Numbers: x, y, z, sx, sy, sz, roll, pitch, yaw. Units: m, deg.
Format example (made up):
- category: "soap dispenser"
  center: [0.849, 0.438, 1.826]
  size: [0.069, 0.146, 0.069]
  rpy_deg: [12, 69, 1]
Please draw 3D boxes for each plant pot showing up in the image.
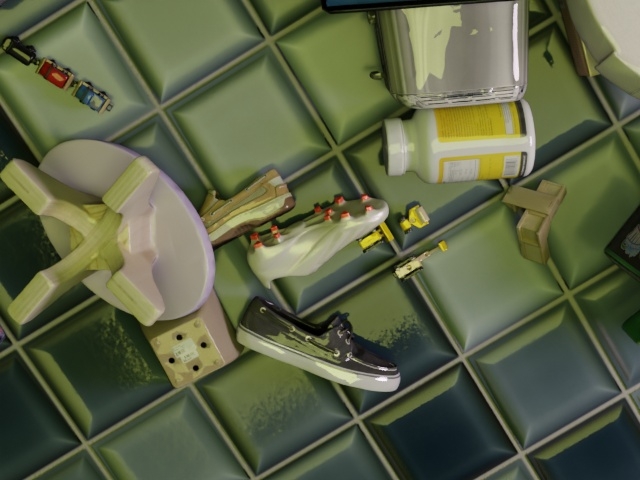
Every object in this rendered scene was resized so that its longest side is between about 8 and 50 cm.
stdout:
- category: "plant pot"
  center: [-0.171, 0.134, 1.571]
  size: [0.109, 0.096, 0.109]
  rpy_deg: [-26, 103, 2]

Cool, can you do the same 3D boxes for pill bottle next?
- category: "pill bottle"
  center: [0.174, -0.125, 1.532]
  size: [0.184, 0.103, 0.103]
  rpy_deg: [-4, 102, -2]

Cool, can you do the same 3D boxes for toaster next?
- category: "toaster"
  center: [0.172, -0.246, 1.497]
  size: [0.227, 0.129, 0.146]
  rpy_deg: [-6, 106, -4]

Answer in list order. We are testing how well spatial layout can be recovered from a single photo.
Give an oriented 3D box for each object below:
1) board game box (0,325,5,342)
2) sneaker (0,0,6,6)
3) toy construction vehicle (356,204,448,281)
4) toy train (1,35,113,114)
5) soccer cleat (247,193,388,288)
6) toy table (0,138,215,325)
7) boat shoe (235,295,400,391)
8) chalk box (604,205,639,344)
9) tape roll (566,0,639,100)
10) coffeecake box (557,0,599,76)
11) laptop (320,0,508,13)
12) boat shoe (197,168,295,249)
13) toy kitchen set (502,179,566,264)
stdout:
- category: "board game box"
  center: [-0.529, 0.059, 1.556]
  size: [0.194, 0.060, 0.194]
  rpy_deg: [-10, 101, -1]
- category: "sneaker"
  center: [-0.292, -0.338, 1.463]
  size: [0.268, 0.101, 0.153]
  rpy_deg: [-40, 98, 3]
- category: "toy construction vehicle"
  center: [0.108, 0.004, 1.595]
  size: [0.098, 0.035, 0.086]
  rpy_deg: [-34, 90, 2]
- category: "toy train"
  center: [-0.332, -0.209, 1.522]
  size: [0.158, 0.036, 0.027]
  rpy_deg: [32, 98, -9]
- category: "soccer cleat"
  center: [0.000, 0.000, 1.573]
  size: [0.196, 0.068, 0.076]
  rpy_deg: [-21, 117, 3]
- category: "toy table"
  center: [-0.266, -0.007, 1.466]
  size: [0.274, 0.161, 0.252]
  rpy_deg: [33, 102, 9]
- category: "boat shoe"
  center: [0.004, 0.132, 1.595]
  size: [0.228, 0.080, 0.076]
  rpy_deg: [20, 102, 1]
- category: "chalk box"
  center: [0.500, 0.020, 1.542]
  size: [0.179, 0.180, 0.289]
  rpy_deg: [34, 99, -9]
- category: "tape roll"
  center: [0.480, -0.334, 1.438]
  size: [0.392, 0.072, 0.392]
  rpy_deg: [1, 84, -6]
- category: "coffeecake box"
  center: [0.403, -0.303, 1.524]
  size: [0.185, 0.068, 0.142]
  rpy_deg: [-17, 100, 1]
- category: "laptop"
  center: [0.105, -0.406, 1.441]
  size: [0.234, 0.136, 0.264]
  rpy_deg: [-4, 96, -3]
- category: "boat shoe"
  center: [-0.130, -0.033, 1.562]
  size: [0.190, 0.068, 0.072]
  rpy_deg: [-27, 87, -5]
- category: "toy kitchen set"
  center: [0.281, -0.030, 1.599]
  size: [0.068, 0.075, 0.083]
  rpy_deg: [19, 63, 29]
